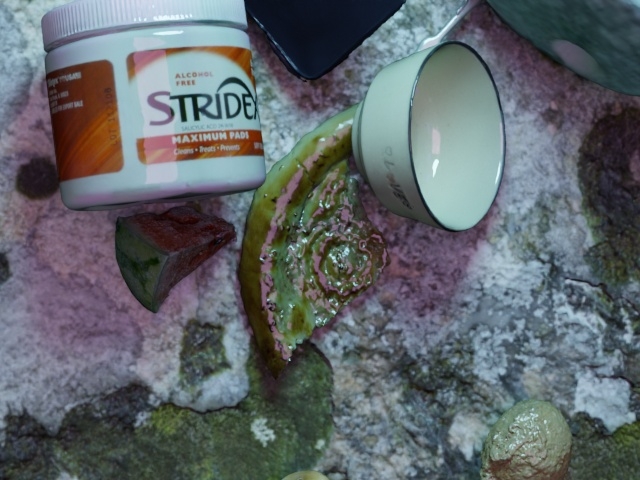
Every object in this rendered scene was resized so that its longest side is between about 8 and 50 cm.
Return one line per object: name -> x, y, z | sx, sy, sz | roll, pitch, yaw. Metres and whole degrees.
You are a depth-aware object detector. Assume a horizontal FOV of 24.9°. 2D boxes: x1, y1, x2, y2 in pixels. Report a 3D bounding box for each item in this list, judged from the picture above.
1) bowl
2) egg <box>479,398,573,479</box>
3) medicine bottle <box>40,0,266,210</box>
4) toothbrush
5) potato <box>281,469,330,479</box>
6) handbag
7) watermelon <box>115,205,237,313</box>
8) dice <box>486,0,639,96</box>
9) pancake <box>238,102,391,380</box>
bowl -> 0.124, -0.128, 1.821 | 0.126, 0.238, 0.237 | 0, 90, 34
egg -> 0.264, 0.271, 1.867 | 0.118, 0.116, 0.140 | 29, 84, -27
medicine bottle -> -0.202, -0.165, 1.762 | 0.252, 0.252, 0.241 | -8, 90, -5
toothbrush -> 0.240, -0.360, 1.904 | 0.040, 0.040, 0.386 | 42, 86, -3
potato -> -0.018, 0.382, 1.847 | 0.109, 0.118, 0.178 | -1, 106, 30
handbag -> -0.022, -0.390, 1.781 | 0.325, 0.269, 0.118 | 50, 50, -4
watermelon -> -0.193, -0.003, 1.838 | 0.158, 0.121, 0.098 | -39, 71, -8
dice -> 0.384, -0.392, 1.756 | 0.330, 0.348, 0.328 | 40, 82, -15
pancake -> -0.001, 0.000, 1.877 | 0.197, 0.054, 0.376 | 14, 90, -5
